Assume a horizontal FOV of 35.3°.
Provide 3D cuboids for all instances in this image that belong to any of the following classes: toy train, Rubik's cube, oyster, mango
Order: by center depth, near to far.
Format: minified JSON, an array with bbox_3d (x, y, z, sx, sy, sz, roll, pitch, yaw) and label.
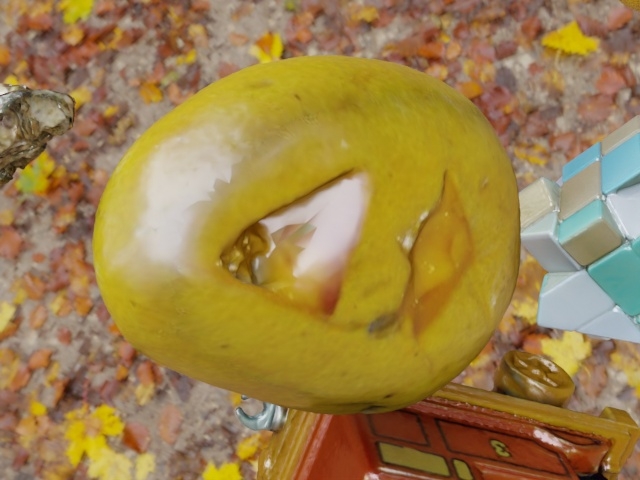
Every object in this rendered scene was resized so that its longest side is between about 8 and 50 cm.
[{"bbox_3d":[0.000,0.000,0.686,0.182,0.364,0.253,17,101,42],"label":"mango"},{"bbox_3d":[-0.305,-0.052,0.780,0.259,0.092,0.198,-39,14,10],"label":"oyster"},{"bbox_3d":[0.106,0.199,0.873,0.232,0.369,0.163,-107,35,-63],"label":"toy train"},{"bbox_3d":[0.360,0.010,1.198,0.213,0.265,0.224,-38,16,32],"label":"Rubik's cube"}]

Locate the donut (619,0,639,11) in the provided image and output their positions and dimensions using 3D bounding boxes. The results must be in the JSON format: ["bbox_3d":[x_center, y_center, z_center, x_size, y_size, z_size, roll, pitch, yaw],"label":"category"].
[{"bbox_3d":[0.433,-0.360,1.282,0.146,0.181,0.078,-33,75,-31],"label":"donut"}]
